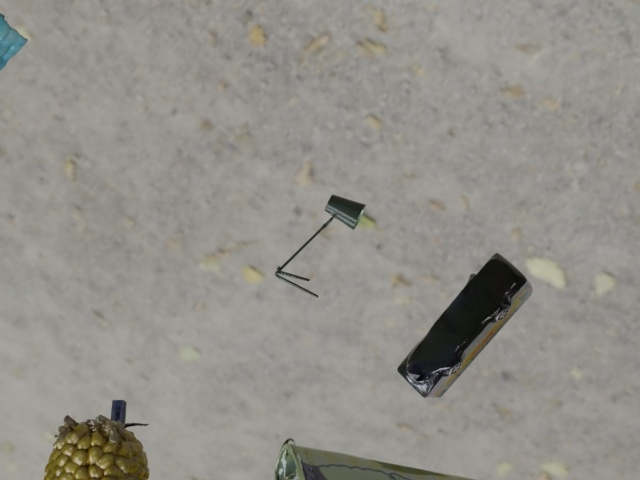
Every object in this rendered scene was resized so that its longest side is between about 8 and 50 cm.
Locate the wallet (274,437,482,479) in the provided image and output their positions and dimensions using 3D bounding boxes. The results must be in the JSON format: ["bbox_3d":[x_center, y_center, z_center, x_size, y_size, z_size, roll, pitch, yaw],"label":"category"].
[{"bbox_3d":[0.124,0.281,1.151,0.309,0.223,0.077,14,115,-20],"label":"wallet"}]

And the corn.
[{"bbox_3d":[-0.222,0.326,1.243,0.106,0.305,0.106,0,163,0],"label":"corn"}]

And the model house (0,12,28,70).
[{"bbox_3d":[-0.526,-0.242,1.436,0.261,0.241,0.226,36,177,20],"label":"model house"}]

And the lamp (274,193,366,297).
[{"bbox_3d":[0.000,-0.001,1.423,0.054,0.121,0.041,27,161,7],"label":"lamp"}]

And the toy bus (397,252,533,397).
[{"bbox_3d":[0.159,0.095,1.393,0.057,0.172,0.072,44,-172,26],"label":"toy bus"}]

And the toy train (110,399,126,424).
[{"bbox_3d":[-0.225,0.217,1.416,0.017,0.083,0.017,-2,149,2],"label":"toy train"}]
